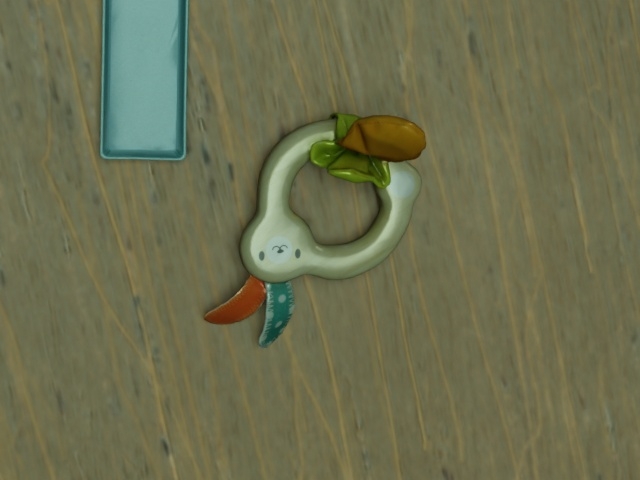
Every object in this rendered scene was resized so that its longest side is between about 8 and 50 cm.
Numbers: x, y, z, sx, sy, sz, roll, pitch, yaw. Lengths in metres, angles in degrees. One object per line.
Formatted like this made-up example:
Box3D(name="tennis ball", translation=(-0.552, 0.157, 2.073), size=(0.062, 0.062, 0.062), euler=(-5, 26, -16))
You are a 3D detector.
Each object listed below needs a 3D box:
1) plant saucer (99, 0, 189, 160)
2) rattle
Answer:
Box3D(name="plant saucer", translation=(-0.135, -0.158, 1.358), size=(0.067, 0.018, 0.192), euler=(1, 94, -9))
Box3D(name="rattle", translation=(0.000, 0.000, 1.336), size=(0.200, 0.143, 0.130), euler=(-46, 119, -9))
